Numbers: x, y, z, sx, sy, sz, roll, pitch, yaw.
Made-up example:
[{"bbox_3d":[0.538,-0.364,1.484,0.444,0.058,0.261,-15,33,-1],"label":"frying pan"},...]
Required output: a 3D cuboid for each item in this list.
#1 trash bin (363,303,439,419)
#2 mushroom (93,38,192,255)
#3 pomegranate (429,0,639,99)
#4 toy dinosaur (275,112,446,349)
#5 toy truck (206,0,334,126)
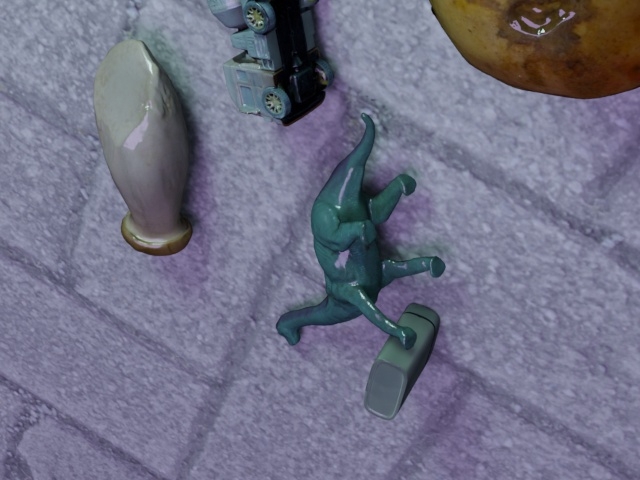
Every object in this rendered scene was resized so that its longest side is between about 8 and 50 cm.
[{"bbox_3d":[0.115,0.173,1.691,0.059,0.130,0.116,22,132,14],"label":"trash bin"},{"bbox_3d":[-0.248,-0.121,1.687,0.128,0.128,0.350,17,135,18],"label":"mushroom"},{"bbox_3d":[0.240,-0.297,1.160,0.322,0.322,0.322,15,130,19],"label":"pomegranate"},{"bbox_3d":[0.000,0.000,1.664,0.330,0.129,0.384,6,119,47],"label":"toy dinosaur"},{"bbox_3d":[-0.080,-0.279,1.482,0.140,0.108,0.257,15,129,36],"label":"toy truck"}]
